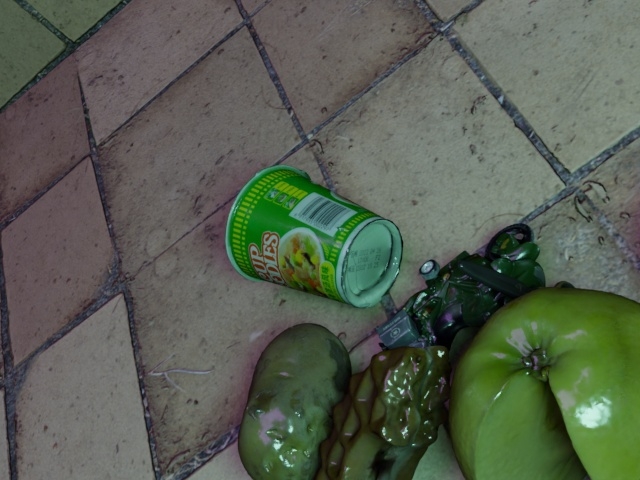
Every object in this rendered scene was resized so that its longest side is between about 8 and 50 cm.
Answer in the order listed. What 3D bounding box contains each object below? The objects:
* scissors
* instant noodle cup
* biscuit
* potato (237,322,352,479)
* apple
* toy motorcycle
[{"bbox_3d":[0.257,0.066,1.227,0.017,0.220,0.088,-29,46,49],"label":"scissors"},{"bbox_3d":[0.000,0.000,1.528,0.232,0.207,0.207,20,73,40],"label":"instant noodle cup"},{"bbox_3d":[0.078,0.324,1.190,0.268,0.115,0.366,132,149,-52],"label":"biscuit"},{"bbox_3d":[-0.035,0.242,1.389,0.165,0.165,0.262,-17,38,31],"label":"potato"},{"bbox_3d":[0.286,0.191,1.076,0.292,0.254,0.292,-23,42,22],"label":"apple"},{"bbox_3d":[0.202,0.097,1.329,0.274,0.125,0.187,-39,32,13],"label":"toy motorcycle"}]
